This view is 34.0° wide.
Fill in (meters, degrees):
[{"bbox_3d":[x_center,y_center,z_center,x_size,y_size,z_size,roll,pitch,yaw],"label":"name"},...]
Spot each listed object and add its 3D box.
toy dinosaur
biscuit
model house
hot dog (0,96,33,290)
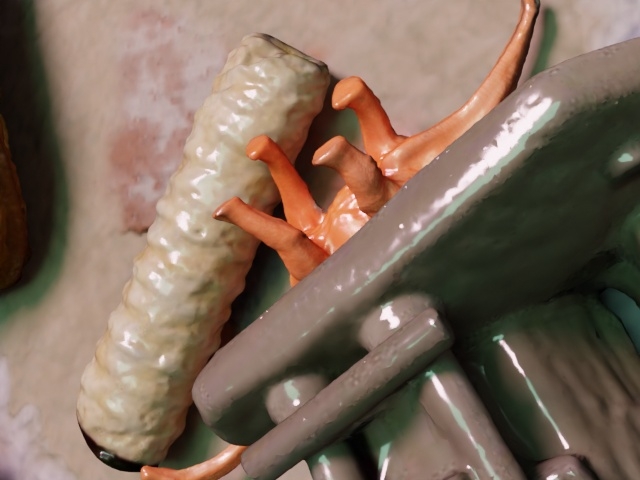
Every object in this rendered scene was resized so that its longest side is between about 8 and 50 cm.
[{"bbox_3d":[0.000,0.003,0.457,0.279,0.101,0.055,-43,20,13],"label":"toy dinosaur"},{"bbox_3d":[-0.060,0.007,0.501,0.061,0.055,0.219,32,100,41],"label":"biscuit"},{"bbox_3d":[0.092,0.065,0.362,0.229,0.122,0.188,-39,67,17],"label":"model house"},{"bbox_3d":[-0.254,-0.086,0.596,0.175,0.114,0.259,-22,73,28],"label":"hot dog"}]
